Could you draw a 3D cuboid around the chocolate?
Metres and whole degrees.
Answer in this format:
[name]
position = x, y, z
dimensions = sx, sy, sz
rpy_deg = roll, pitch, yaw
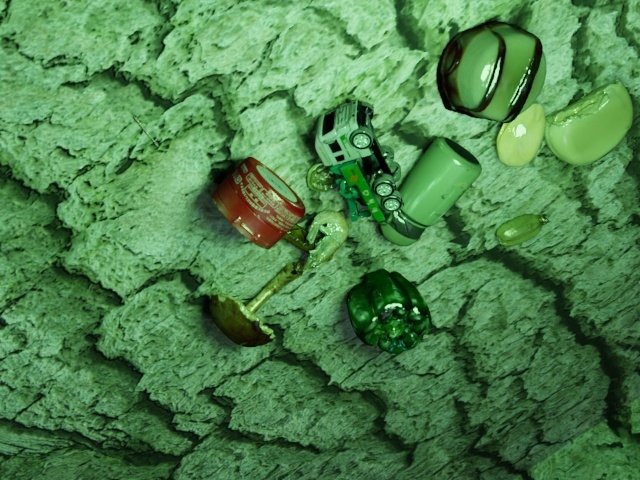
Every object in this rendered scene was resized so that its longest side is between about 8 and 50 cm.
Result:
[chocolate]
position = 0.470, -0.432, 1.598
dimensions = 0.284, 0.186, 0.283
rpy_deg = -10, 128, -13

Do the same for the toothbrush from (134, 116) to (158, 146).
[toothbrush]
position = -0.436, -0.272, 1.501
dimensions = 0.006, 0.008, 0.097
rpy_deg = -39, 128, -7

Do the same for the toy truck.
[toy truck]
position = 0.113, -0.201, 1.646
dimensions = 0.178, 0.176, 0.363
rpy_deg = -13, 131, 17

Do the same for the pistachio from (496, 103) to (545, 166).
[pistachio]
position = 0.593, -0.310, 1.771
dimensions = 0.145, 0.117, 0.200
rpy_deg = -11, 129, -31

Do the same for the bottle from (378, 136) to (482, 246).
[bottle]
position = 0.309, -0.131, 1.778
dimensions = 0.169, 0.168, 0.347
rpy_deg = 22, 119, -31

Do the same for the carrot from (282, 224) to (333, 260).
[carrot]
position = -0.053, -0.002, 1.801
dimensions = 0.229, 0.069, 0.069
rpy_deg = 32, 109, -33

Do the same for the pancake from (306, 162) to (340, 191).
[pancake]
position = 0.010, -0.182, 1.722
dimensions = 0.108, 0.017, 0.108
rpy_deg = -10, 123, -15

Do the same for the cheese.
[cheese]
position = 0.812, -0.358, 1.814
dimensions = 0.266, 0.127, 0.233
rpy_deg = -34, 129, 4

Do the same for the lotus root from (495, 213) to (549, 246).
[lotus root]
position = 0.681, -0.040, 2.028
dimensions = 0.183, 0.077, 0.090
rpy_deg = -25, 136, 2

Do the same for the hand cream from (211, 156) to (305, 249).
[hand cream]
position = -0.160, -0.101, 1.588
dimensions = 0.149, 0.230, 0.230
rpy_deg = -44, 127, 13

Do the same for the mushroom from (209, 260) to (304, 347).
[mushroom]
position = -0.181, 0.216, 1.863
dimensions = 0.302, 0.233, 0.207
rpy_deg = -19, 85, -22

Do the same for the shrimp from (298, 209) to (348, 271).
[shrimp]
position = 0.000, 0.000, 1.776
dimensions = 0.126, 0.047, 0.223
rpy_deg = 51, 63, -22

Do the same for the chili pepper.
[chili pepper]
position = 0.222, 0.224, 1.945
dimensions = 0.233, 0.256, 0.249
rpy_deg = -42, 126, 19
